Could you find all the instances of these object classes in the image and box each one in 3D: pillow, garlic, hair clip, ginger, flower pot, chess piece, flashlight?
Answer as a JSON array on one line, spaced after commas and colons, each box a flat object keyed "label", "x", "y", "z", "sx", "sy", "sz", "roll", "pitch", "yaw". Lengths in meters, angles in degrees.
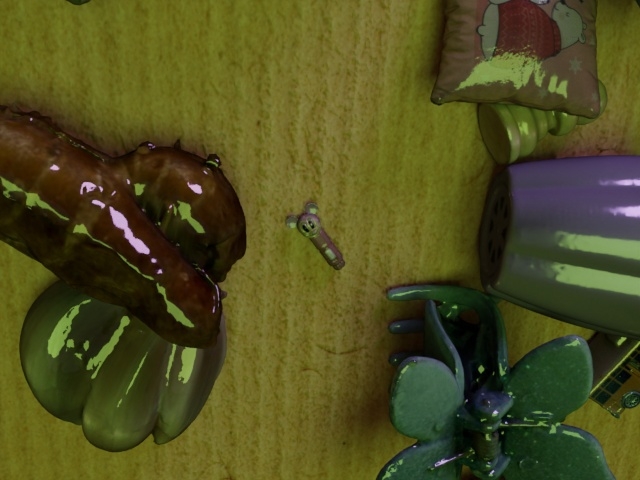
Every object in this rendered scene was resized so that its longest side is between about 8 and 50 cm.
[{"label": "pillow", "x": 0.255, "y": -0.277, "z": 0.952, "sx": 0.224, "sy": 0.084, "sz": 0.236, "roll": 2, "pitch": 89, "yaw": -6}, {"label": "garlic", "x": -0.280, "y": 0.166, "z": 1.043, "sx": 0.279, "sy": 0.132, "sz": 0.325, "roll": 28, "pitch": 100, "yaw": -10}, {"label": "hair clip", "x": 0.210, "y": 0.237, "z": 1.088, "sx": 0.393, "sy": 0.238, "sz": 0.318, "roll": -8, "pitch": 114, "yaw": -6}, {"label": "ginger", "x": -0.272, "y": -0.055, "z": 0.923, "sx": 0.419, "sy": 0.254, "sz": 0.176, "roll": 28, "pitch": 146, "yaw": -8}, {"label": "flower pot", "x": 0.356, "y": -0.003, "z": 1.031, "sx": 0.243, "sy": 0.265, "sz": 0.264, "roll": 8, "pitch": 111, "yaw": 2}, {"label": "chess piece", "x": 0.312, "y": -0.175, "z": 1.028, "sx": 0.171, "sy": 0.094, "sz": 0.094, "roll": -22, "pitch": 114, "yaw": -9}, {"label": "flashlight", "x": 0.000, "y": 0.000, "z": 1.069, "sx": 0.052, "sy": 0.031, "sz": 0.110, "roll": -35, "pitch": 113, "yaw": 5}]

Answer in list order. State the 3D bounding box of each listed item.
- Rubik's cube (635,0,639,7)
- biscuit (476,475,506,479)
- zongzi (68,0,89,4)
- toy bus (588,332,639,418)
[{"label": "Rubik's cube", "x": 0.436, "y": -0.412, "z": 0.870, "sx": 0.228, "sy": 0.228, "sz": 0.233, "roll": -30, "pitch": 130, "yaw": 20}, {"label": "biscuit", "x": 0.355, "y": 0.512, "z": 1.304, "sx": 0.326, "sy": 0.107, "sz": 0.325, "roll": -2, "pitch": 115, "yaw": -5}, {"label": "zongzi", "x": -0.323, "y": -0.474, "z": 0.762, "sx": 0.361, "sy": 0.160, "sz": 0.322, "roll": 30, "pitch": 99, "yaw": -13}, {"label": "toy bus", "x": 0.494, "y": 0.181, "z": 1.197, "sx": 0.103, "sy": 0.091, "sz": 0.182, "roll": 33, "pitch": 105, "yaw": -21}]
